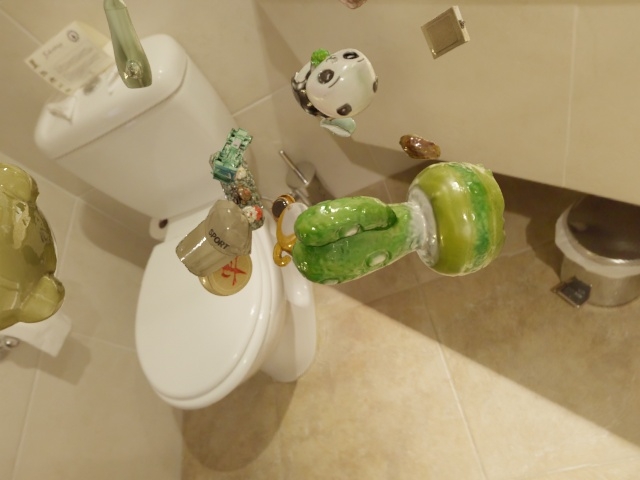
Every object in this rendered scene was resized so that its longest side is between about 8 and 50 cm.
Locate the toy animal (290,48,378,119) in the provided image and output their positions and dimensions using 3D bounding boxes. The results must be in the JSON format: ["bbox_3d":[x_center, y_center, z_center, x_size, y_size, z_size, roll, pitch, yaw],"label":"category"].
[{"bbox_3d":[0.038,-0.469,1.198,0.212,0.213,0.267,-54,26,-8],"label":"toy animal"}]

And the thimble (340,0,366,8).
[{"bbox_3d":[0.112,-0.855,1.224,0.239,0.162,0.239,-39,37,37],"label":"thimble"}]

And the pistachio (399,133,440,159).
[{"bbox_3d":[0.390,-0.359,1.582,0.173,0.089,0.049,24,34,7],"label":"pistachio"}]

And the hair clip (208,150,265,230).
[{"bbox_3d":[-0.293,-0.188,1.444,0.139,0.091,0.320,-22,91,-19],"label":"hair clip"}]

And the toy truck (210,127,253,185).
[{"bbox_3d":[-0.235,-0.226,1.060,0.081,0.067,0.175,124,162,-47],"label":"toy truck"}]

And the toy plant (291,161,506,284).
[{"bbox_3d":[0.108,-0.012,0.640,0.317,0.224,0.184,-11,66,-7],"label":"toy plant"}]

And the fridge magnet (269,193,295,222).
[{"bbox_3d":[-0.174,-0.145,1.854,0.143,0.063,0.142,-5,81,35],"label":"fridge magnet"}]

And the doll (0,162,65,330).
[{"bbox_3d":[-0.421,0.024,0.420,0.261,0.161,0.176,-12,91,-8],"label":"doll"}]

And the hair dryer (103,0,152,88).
[{"bbox_3d":[-0.429,-0.422,0.885,0.076,0.206,0.237,-16,42,-16],"label":"hair dryer"}]

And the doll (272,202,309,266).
[{"bbox_3d":[-0.002,-0.014,1.171,0.166,0.270,0.162,59,135,44],"label":"doll"}]

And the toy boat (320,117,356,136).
[{"bbox_3d":[0.087,-0.538,1.839,0.208,0.134,0.078,24,88,61],"label":"toy boat"}]

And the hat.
[{"bbox_3d":[-0.236,0.001,0.904,0.147,0.085,0.175,46,61,-2],"label":"hat"}]

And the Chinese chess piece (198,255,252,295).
[{"bbox_3d":[-0.421,0.125,1.776,0.097,0.251,0.250,9,67,47],"label":"Chinese chess piece"}]

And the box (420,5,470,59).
[{"bbox_3d":[0.277,-0.458,0.880,0.083,0.079,0.035,-14,19,44],"label":"box"}]
